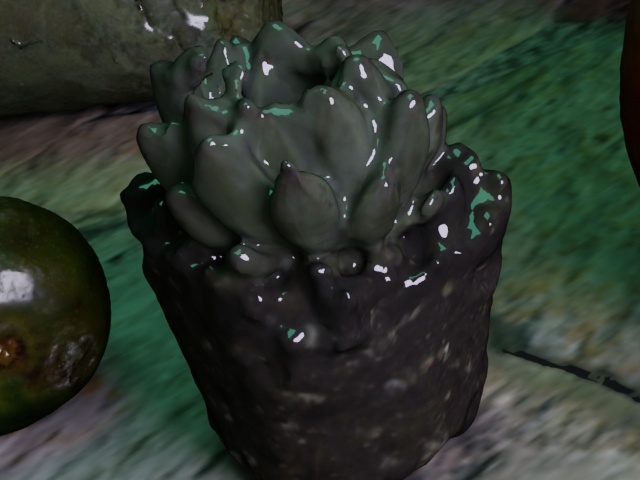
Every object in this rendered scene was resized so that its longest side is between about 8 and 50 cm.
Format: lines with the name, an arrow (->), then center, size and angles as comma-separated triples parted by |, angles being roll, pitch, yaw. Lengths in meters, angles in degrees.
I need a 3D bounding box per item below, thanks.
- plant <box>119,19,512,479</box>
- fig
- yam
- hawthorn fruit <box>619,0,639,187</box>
plant -> 0.000, 0.000, 0.723 | 0.132, 0.195, 0.129 | -29, 38, -28
fig -> -0.162, 0.029, 0.833 | 0.117, 0.117, 0.177 | -20, 14, -17
yam -> -0.169, -0.168, 1.090 | 0.300, 0.195, 0.195 | -7, 29, 9
hawthorn fruit -> 0.245, -0.076, 0.738 | 0.258, 0.258, 0.262 | -12, 48, -2
